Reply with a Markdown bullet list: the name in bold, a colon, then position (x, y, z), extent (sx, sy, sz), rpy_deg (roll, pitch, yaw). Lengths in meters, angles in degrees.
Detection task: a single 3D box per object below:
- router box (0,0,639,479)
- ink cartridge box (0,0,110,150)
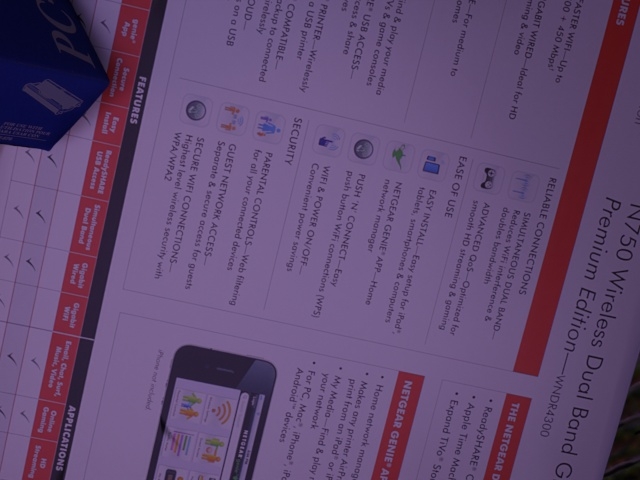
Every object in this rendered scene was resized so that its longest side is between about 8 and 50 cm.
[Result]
- **router box**: position (0.000, 0.000, 0.489), extent (0.301, 0.082, 0.335), rpy_deg (13, 97, -8)
- **ink cartridge box**: position (-0.164, -0.131, 0.392), extent (0.046, 0.097, 0.207), rpy_deg (-40, 67, 28)
